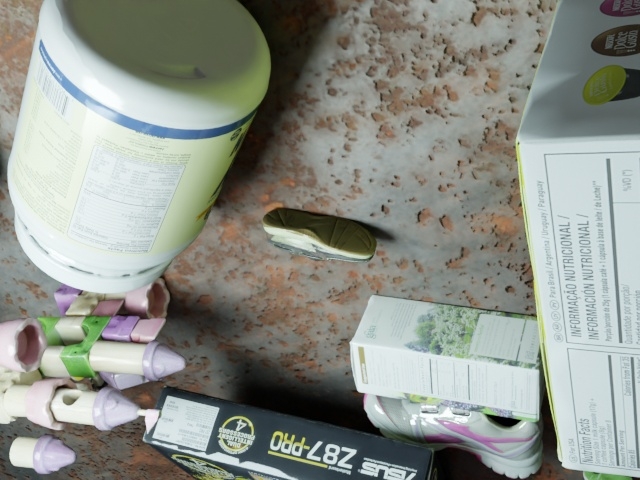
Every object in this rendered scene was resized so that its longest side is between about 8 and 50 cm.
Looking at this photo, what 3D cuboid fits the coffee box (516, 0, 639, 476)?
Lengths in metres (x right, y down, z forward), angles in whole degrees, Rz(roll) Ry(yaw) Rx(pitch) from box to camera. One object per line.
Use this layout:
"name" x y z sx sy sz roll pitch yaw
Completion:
"coffee box" 0.365 -0.033 0.720 0.334 0.337 0.338 0 128 25

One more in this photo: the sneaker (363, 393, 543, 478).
"sneaker" 0.185 0.224 1.182 0.252 0.103 0.111 13 127 5

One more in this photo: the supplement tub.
"supplement tub" -0.212 -0.115 0.976 0.235 0.235 0.325 30 133 -2

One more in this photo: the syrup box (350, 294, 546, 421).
"syrup box" 0.165 0.147 1.121 0.237 0.093 0.096 6 129 20

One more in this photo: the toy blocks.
"toy blocks" -0.284 0.158 1.205 0.260 0.288 0.309 0 126 18

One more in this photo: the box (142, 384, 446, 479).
"box" -0.018 0.337 1.283 0.395 0.097 0.318 9 156 17

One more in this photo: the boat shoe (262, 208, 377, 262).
"boat shoe" 0.000 0.000 1.106 0.152 0.056 0.049 18 138 22

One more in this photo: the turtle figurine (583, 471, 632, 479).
"turtle figurine" 0.433 0.449 1.188 0.198 0.274 0.266 -26 113 0
